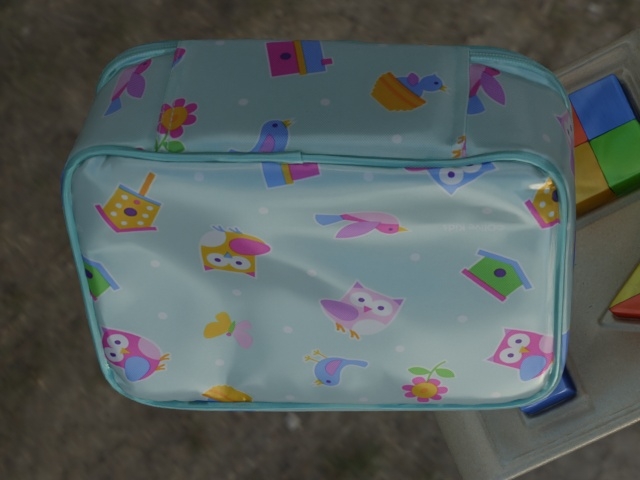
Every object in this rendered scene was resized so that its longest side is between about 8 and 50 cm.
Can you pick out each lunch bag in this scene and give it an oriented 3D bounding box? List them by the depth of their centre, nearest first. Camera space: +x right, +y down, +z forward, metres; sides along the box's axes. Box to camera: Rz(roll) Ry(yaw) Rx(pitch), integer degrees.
[{"bbox_3d":[0.000,0.000,1.089,0.279,0.108,0.224,1,136,8],"label":"lunch bag"}]

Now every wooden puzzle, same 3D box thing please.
[{"bbox_3d":[0.213,0.013,1.764,0.348,0.322,0.080,-28,165,16],"label":"wooden puzzle"}]
